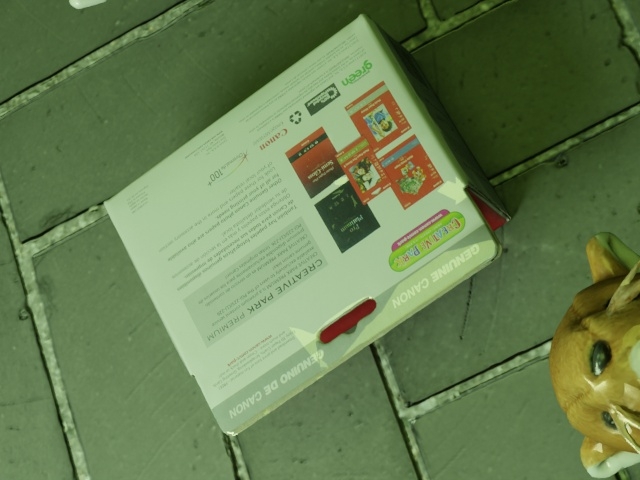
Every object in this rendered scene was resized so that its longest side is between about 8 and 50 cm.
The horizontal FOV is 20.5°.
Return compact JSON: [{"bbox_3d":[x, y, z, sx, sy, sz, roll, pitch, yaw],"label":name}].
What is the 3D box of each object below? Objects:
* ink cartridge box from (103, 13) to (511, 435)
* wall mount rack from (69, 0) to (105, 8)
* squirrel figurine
[{"bbox_3d":[0.000,0.000,1.620,0.309,0.130,0.272,-34,65,13],"label":"ink cartridge box"},{"bbox_3d":[-0.155,-0.386,1.807,0.304,0.130,0.350,-39,62,11],"label":"wall mount rack"},{"bbox_3d":[0.369,0.094,1.290,0.370,0.397,0.281,-3,91,26],"label":"squirrel figurine"}]
